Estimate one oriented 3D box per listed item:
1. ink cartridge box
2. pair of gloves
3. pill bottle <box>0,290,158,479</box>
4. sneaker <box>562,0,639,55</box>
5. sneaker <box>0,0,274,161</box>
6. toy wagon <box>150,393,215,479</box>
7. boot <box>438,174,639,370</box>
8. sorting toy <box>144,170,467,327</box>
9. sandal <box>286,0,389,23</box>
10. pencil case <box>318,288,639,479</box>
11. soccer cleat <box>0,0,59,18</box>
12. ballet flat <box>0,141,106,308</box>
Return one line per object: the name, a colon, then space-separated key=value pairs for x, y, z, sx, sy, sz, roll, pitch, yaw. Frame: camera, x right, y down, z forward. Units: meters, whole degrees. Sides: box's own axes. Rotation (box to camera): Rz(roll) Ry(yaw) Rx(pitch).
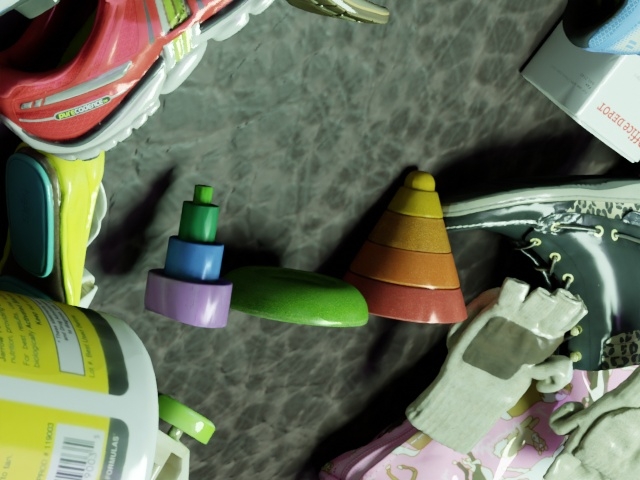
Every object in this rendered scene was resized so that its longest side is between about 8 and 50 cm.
ink cartridge box: x=0.287 y=-0.181 z=1.729 sx=0.190 sy=0.082 sz=0.140 roll=-51 pitch=146 yaw=8
pair of gloves: x=0.218 y=0.134 z=1.763 sx=0.042 sy=0.240 sz=0.204 roll=-75 pitch=-169 yaw=-54
pill bottle: x=-0.288 y=0.110 z=1.252 sx=0.334 sy=0.188 sz=0.188 roll=14 pitch=115 yaw=-34
sneaker: x=0.250 y=-0.290 z=1.522 sx=0.147 sy=0.130 sz=0.330 roll=-9 pitch=118 yaw=-19
sneaker: x=-0.111 y=-0.176 z=1.278 sx=0.279 sy=0.107 sz=0.118 roll=-51 pitch=136 yaw=0
toy wagon: x=-0.219 y=0.218 z=1.549 sx=0.267 sy=0.068 sz=0.344 roll=-60 pitch=149 yaw=-8
boot: x=0.212 y=0.032 z=1.767 sx=0.236 sy=0.085 sz=0.178 roll=-4 pitch=97 yaw=-25
sorting toy: x=0.000 y=0.000 z=1.602 sx=0.365 sy=0.127 sz=0.126 roll=1 pitch=101 yaw=-51
sandal: x=-0.005 y=-0.196 z=1.413 sx=0.180 sy=0.072 sz=0.049 roll=23 pitch=85 yaw=-51
pencil case: x=0.180 y=0.165 z=1.903 sx=0.386 sy=0.167 sz=0.160 roll=-43 pitch=177 yaw=-7
soccer cleat: x=-0.272 y=-0.138 z=1.144 sx=0.331 sy=0.116 sz=0.143 roll=-45 pitch=131 yaw=-7
ballet flat: x=-0.193 y=0.018 z=1.414 sx=0.077 sy=0.077 sz=0.231 roll=-31 pitch=144 yaw=-46
